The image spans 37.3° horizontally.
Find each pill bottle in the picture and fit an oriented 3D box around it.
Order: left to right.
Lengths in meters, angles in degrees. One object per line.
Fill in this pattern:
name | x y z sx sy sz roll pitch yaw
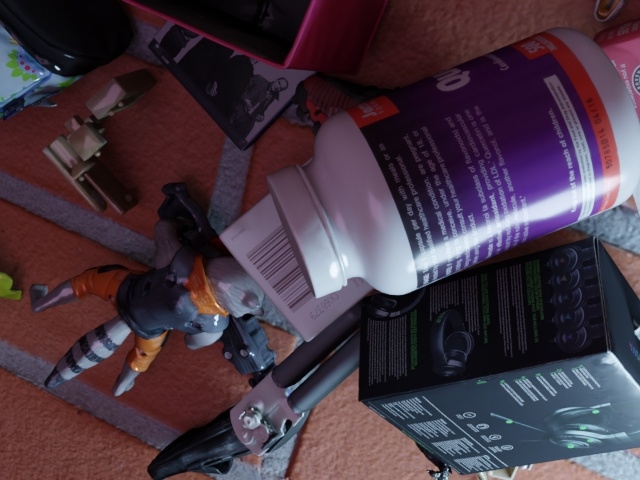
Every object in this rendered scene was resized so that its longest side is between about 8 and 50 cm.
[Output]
pill bottle | 0.120 -0.064 0.889 0.322 0.181 0.182 -22 102 -5

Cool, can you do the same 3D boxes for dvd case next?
dvd case | -0.076 -0.246 1.120 0.179 0.029 0.238 48 120 0

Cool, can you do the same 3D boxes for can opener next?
can opener | -0.018 0.175 1.199 0.280 0.093 0.074 -48 69 32

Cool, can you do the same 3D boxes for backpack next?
backpack | -0.467 -0.260 1.180 0.355 0.273 0.290 -12 124 41

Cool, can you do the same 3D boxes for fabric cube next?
fabric cube | -0.055 -0.325 0.918 0.254 0.258 0.259 26 105 13

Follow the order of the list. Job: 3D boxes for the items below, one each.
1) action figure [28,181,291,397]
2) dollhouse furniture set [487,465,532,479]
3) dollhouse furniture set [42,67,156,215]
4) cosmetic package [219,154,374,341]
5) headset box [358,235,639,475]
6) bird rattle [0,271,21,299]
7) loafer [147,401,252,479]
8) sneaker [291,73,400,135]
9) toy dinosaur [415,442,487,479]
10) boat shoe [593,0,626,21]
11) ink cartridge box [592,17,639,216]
action figure | -0.187 0.121 1.233 0.330 0.178 0.341 -26 101 31
dollhouse furniture set | 0.254 0.274 1.149 0.091 0.081 0.114 13 127 1
dollhouse furniture set | -0.248 -0.118 1.198 0.151 0.144 0.123 -38 97 16
cosmetic package | 0.000 0.000 1.071 0.151 0.184 0.151 -40 91 4
headset box | 0.223 0.134 1.010 0.283 0.131 0.246 -17 142 29
bird rattle | -0.572 0.024 1.424 0.253 0.143 0.207 12 104 33
loafer | -0.160 0.304 1.351 0.223 0.076 0.078 -32 94 30
sneaker | 0.100 -0.132 1.050 0.276 0.097 0.135 30 111 16
toy dinosaur | 0.136 0.234 1.170 0.064 0.118 0.268 -37 94 16
boat shoe | 0.300 -0.263 0.941 0.035 0.035 0.100 31 120 10
ink cartridge box | 0.425 -0.140 0.887 0.283 0.117 0.207 -15 102 28
